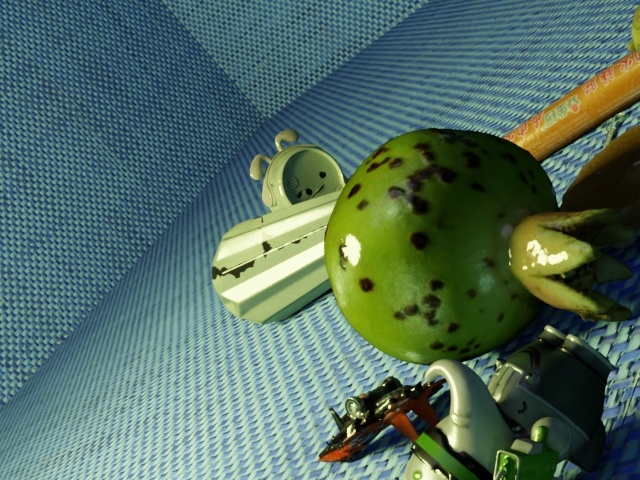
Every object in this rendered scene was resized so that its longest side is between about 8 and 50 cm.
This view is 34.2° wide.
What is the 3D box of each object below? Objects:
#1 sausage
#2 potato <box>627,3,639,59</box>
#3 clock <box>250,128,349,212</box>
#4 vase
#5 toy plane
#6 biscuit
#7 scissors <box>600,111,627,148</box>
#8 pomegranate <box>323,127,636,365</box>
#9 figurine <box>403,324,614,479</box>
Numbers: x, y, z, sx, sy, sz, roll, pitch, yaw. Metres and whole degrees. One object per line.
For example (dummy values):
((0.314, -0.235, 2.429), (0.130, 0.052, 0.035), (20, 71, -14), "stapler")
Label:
((0.303, -0.149, 1.286), (0.348, 0.053, 0.053), (-34, 15, 33), "sausage")
((0.437, -0.265, 1.087), (0.248, 0.143, 0.169), (-42, 50, -21), "potato")
((-0.025, -0.093, 1.773), (0.151, 0.191, 0.062), (-48, 14, -25), "clock")
((0.000, 0.000, 1.500), (0.360, 0.165, 0.165), (-28, 19, 38), "vase")
((0.043, 0.171, 0.978), (0.130, 0.061, 0.189), (-22, -6, -40), "toy plane")
((0.312, -0.060, 0.971), (0.208, 0.049, 0.181), (-27, 19, 52), "biscuit")
((0.339, -0.126, 1.212), (0.036, 0.006, 0.083), (-31, 17, 35), "scissors")
((0.149, -0.002, 0.946), (0.286, 0.231, 0.231), (-8, 29, 29), "pomegranate")
((0.121, 0.146, 0.710), (0.192, 0.126, 0.147), (-55, 33, -3), "figurine")
